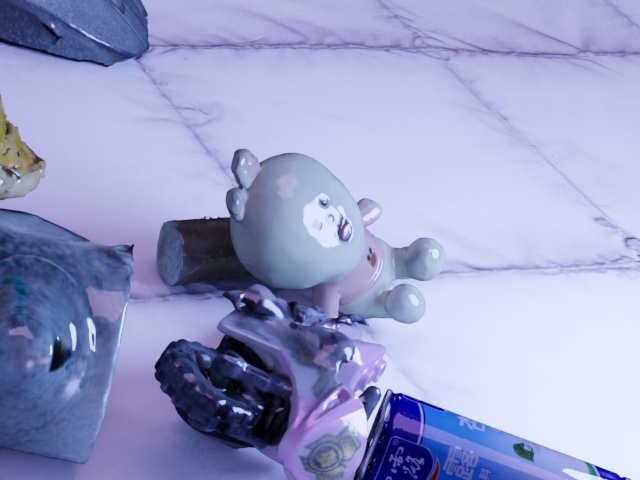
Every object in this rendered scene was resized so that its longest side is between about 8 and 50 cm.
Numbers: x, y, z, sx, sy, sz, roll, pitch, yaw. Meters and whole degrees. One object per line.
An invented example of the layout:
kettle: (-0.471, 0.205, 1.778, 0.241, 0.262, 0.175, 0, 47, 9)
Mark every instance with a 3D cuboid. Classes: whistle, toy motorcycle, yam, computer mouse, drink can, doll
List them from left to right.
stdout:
computer mouse: (-0.379, -0.326, 2.066, 0.374, 0.114, 0.203, 16, 29, -9)
whistle: (-0.261, 0.040, 1.460, 0.168, 0.188, 0.405, 12, 30, -12)
yam: (-0.090, 0.006, 1.739, 0.169, 0.068, 0.068, -6, 39, -38)
toy motorcycle: (-0.018, 0.132, 1.515, 0.188, 0.143, 0.327, 31, 16, 14)
doll: (-0.005, 0.003, 1.700, 0.275, 0.113, 0.155, 29, 67, -31)
drink can: (0.154, 0.216, 1.512, 0.235, 0.097, 0.097, 21, 30, 2)

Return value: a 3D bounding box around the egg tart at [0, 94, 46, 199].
egg tart: (-0.376, -0.122, 1.487, 0.294, 0.116, 0.295, 18, 10, -3)
